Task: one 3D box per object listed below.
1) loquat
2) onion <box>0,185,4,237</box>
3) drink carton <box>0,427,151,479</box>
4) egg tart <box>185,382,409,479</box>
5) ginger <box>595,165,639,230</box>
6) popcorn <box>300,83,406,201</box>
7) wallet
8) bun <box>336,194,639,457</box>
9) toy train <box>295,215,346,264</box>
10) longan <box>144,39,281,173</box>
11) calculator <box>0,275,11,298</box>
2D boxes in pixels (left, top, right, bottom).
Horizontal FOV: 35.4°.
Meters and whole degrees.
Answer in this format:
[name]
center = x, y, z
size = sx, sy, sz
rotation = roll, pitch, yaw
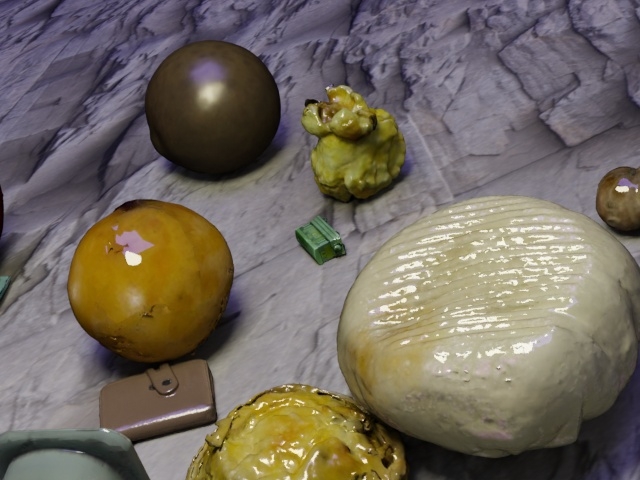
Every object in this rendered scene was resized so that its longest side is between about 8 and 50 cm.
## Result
[loquat]
center = -0.236, 0.057, 1.397
size = 0.235, 0.235, 0.235
rotation = -9, 33, 6
[onion]
center = -0.665, -0.041, 1.611
size = 0.341, 0.341, 0.341
rotation = -9, 33, 6
[drink carton]
center = -0.287, 0.330, 1.063
size = 0.191, 0.185, 0.189
rotation = -3, 45, 12
[egg tart]
center = -0.038, 0.252, 1.140
size = 0.291, 0.107, 0.290
rotation = -9, 32, 6
[ginger]
center = 0.534, -0.053, 1.390
size = 0.245, 0.155, 0.304
rotation = -30, 28, -13
[popcorn]
center = 0.062, -0.165, 1.664
size = 0.168, 0.195, 0.173
rotation = -22, 40, -12
[wallet]
center = -0.216, 0.211, 1.328
size = 0.153, 0.038, 0.118
rotation = -16, 35, -3
[bun]
center = 0.205, 0.109, 1.173
size = 0.365, 0.219, 0.365
rotation = -17, 30, 10
[toy train]
center = 0.000, 0.000, 1.580
size = 0.056, 0.038, 0.093
rotation = -28, 35, -12
[longan]
center = -0.200, -0.239, 1.826
size = 0.258, 0.258, 0.258
rotation = -9, 33, 6
[calculator]
center = -0.549, 0.113, 1.611
size = 0.057, 0.018, 0.172
rotation = -9, 33, 9
